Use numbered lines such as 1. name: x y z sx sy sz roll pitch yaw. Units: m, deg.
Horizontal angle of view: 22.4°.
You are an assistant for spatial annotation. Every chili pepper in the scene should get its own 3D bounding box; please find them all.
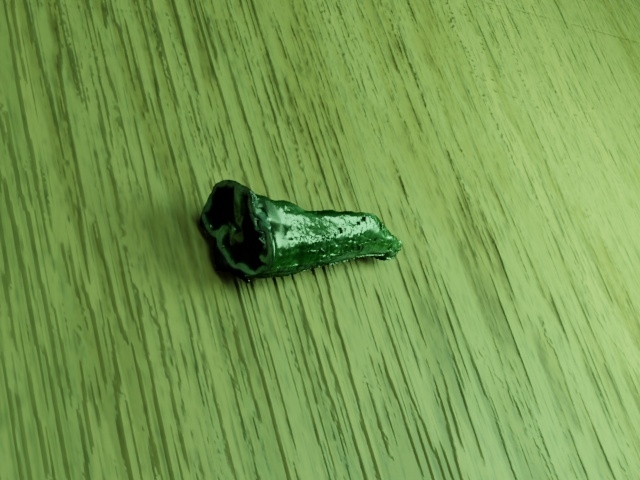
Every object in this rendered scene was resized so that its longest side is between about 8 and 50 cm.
1. chili pepper: 0.000 0.000 1.350 0.227 0.059 0.088 6 55 -51
